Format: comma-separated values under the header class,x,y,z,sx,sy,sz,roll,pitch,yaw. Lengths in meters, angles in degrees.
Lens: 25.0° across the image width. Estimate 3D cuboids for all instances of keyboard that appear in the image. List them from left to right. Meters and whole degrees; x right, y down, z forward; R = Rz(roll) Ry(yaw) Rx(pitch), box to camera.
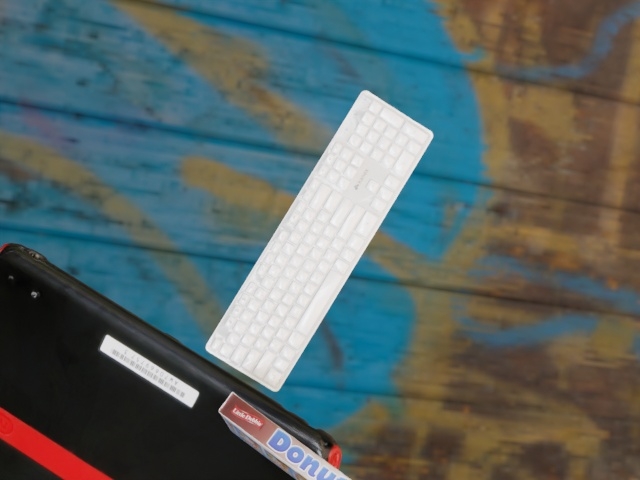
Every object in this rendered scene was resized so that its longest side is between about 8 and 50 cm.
class,x,y,z,sx,sy,sz,roll,pitch,yaw
keyboard,0.000,0.000,1.209,0.256,0.072,0.014,-59,-1,-4

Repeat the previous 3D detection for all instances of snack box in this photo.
class,x,y,z,sx,sy,sz,roll,pitch,yaw
snack box,-0.001,0.183,1.112,0.022,0.178,0.064,-52,-16,-13

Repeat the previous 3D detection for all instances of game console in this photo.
class,x,y,z,sx,sy,sz,roll,pitch,yaw
game console,-0.206,0.231,1.380,0.342,0.386,0.060,-64,-12,18
